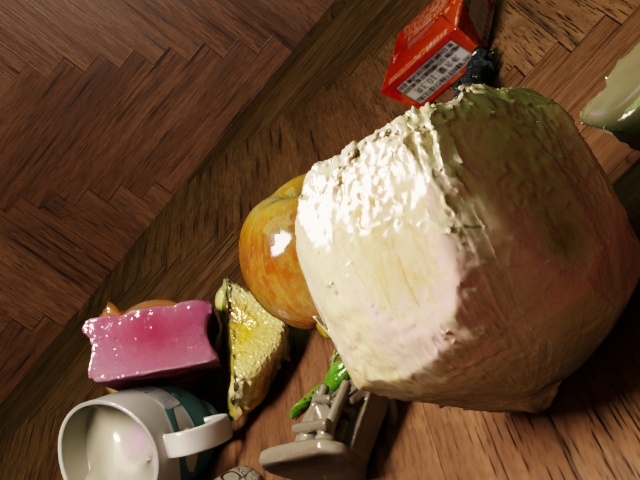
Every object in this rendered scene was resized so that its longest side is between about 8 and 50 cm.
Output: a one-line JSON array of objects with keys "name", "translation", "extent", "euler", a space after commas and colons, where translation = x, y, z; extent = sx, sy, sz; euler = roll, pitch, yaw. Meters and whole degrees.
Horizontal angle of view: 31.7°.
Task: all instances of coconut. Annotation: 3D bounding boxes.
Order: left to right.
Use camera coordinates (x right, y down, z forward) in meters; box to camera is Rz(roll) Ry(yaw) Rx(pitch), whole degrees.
[{"name": "coconut", "translation": [0.179, 0.033, 1.330], "extent": [0.404, 0.405, 0.404], "euler": [-46, 19, 21]}]

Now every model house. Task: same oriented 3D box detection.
[{"name": "model house", "translation": [0.023, 0.265, 1.636], "extent": [0.229, 0.122, 0.188], "euler": [-30, 27, 57]}]

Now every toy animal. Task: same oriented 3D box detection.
[{"name": "toy animal", "translation": [0.015, 0.227, 1.864], "extent": [0.217, 0.041, 0.075], "euler": [-42, 22, 45]}]

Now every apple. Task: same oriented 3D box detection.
[{"name": "apple", "translation": [0.000, 0.000, 1.980], "extent": [0.309, 0.250, 0.277], "euler": [-59, 18, -24]}]

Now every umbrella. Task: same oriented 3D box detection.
[{"name": "umbrella", "translation": [0.291, -0.301, 2.118], "extent": [0.224, 0.080, 0.071], "euler": [-72, -9, -53]}]

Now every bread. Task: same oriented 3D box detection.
[{"name": "bread", "translation": [-0.118, 0.196, 2.088], "extent": [0.174, 0.133, 0.251], "euler": [94, 167, -50]}]

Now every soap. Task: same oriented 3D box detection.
[{"name": "soap", "translation": [-0.307, 0.205, 2.152], "extent": [0.359, 0.233, 0.128], "euler": [104, 157, -79]}]

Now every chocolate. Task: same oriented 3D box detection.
[{"name": "chocolate", "translation": [0.250, -0.410, 2.351], "extent": [0.237, 0.108, 0.234], "euler": [-37, 23, 38]}]

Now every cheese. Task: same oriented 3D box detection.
[{"name": "cheese", "translation": [0.452, -0.208, 1.495], "extent": [0.202, 0.091, 0.175], "euler": [-51, 17, 1]}]

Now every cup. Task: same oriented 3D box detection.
[{"name": "cup", "translation": [-0.300, 0.369, 2.046], "extent": [0.290, 0.219, 0.258], "euler": [-16, -2, 27]}]

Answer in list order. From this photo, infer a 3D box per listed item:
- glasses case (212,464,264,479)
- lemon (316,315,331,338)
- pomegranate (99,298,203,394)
[{"name": "glasses case", "translation": [-0.191, 0.448, 1.675], "extent": [0.355, 0.085, 0.137], "euler": [-29, -37, -60]}, {"name": "lemon", "translation": [0.100, 0.074, 1.715], "extent": [0.248, 0.184, 0.184], "euler": [-41, 13, -21]}, {"name": "pomegranate", "translation": [-0.373, 0.240, 2.437], "extent": [0.252, 0.270, 0.229], "euler": [-52, 8, -19]}]
